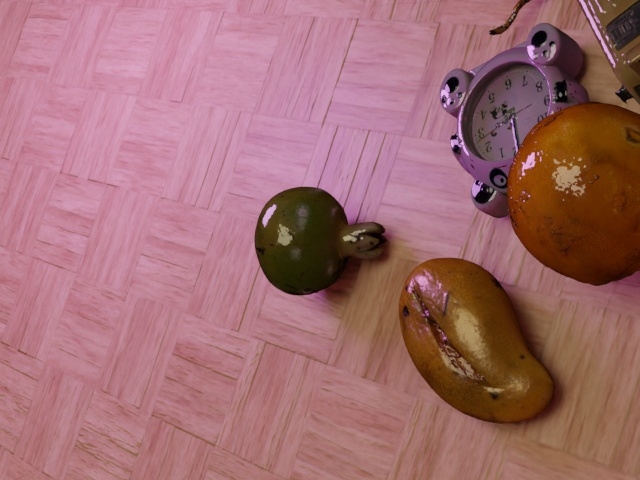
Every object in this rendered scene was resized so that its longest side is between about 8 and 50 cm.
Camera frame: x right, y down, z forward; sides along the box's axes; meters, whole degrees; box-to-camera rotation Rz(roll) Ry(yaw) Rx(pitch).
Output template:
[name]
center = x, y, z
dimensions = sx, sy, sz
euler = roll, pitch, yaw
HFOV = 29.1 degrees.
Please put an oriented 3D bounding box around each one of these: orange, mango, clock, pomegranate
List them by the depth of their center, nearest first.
[orange]
center = 0.359, -0.062, 1.604
dimensions = 0.240, 0.240, 0.240
euler = -19, 61, 39
[mango]
center = 0.210, 0.143, 1.755
dimensions = 0.177, 0.120, 0.295
euler = -51, 45, 20
[clock]
center = 0.295, -0.174, 1.825
dimensions = 0.227, 0.090, 0.248
euler = -26, 59, 36
[pomegranate]
center = -0.009, -0.012, 2.013
dimensions = 0.210, 0.179, 0.179
euler = -30, 53, 11

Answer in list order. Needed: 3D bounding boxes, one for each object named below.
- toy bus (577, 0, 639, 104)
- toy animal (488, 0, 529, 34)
[toy bus]
center = 0.440, -0.335, 1.662
dimensions = 0.177, 0.202, 0.365
euler = -38, 51, 27
[toy animal]
center = 0.338, -0.424, 1.894
dimensions = 0.116, 0.114, 0.255
euler = 31, 105, 4
